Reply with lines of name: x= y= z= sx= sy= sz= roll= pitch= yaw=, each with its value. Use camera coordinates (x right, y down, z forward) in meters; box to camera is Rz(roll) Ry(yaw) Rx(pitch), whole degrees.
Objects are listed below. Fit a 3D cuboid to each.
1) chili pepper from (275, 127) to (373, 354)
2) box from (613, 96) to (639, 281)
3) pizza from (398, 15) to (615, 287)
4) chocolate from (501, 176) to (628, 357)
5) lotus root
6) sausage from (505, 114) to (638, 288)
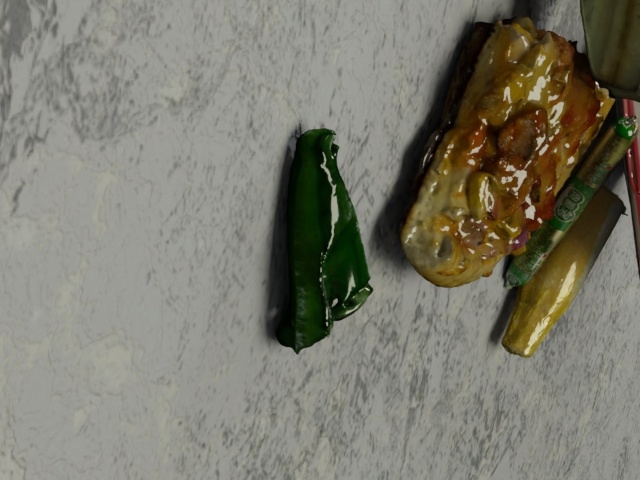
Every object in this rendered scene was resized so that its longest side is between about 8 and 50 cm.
chili pepper: x=0.003 y=0.001 z=1.651 sx=0.108 sy=0.062 sz=0.216 roll=-43 pitch=142 yaw=-53
box: x=0.501 y=-0.087 z=2.138 sx=0.312 sy=0.314 sz=0.300 roll=73 pitch=15 yaw=-49
pizza: x=0.197 y=-0.098 z=1.902 sx=0.409 sy=0.114 sz=0.277 roll=-40 pitch=145 yaw=-53
chocolate: x=0.267 y=0.033 z=2.151 sx=0.219 sy=0.086 sz=0.085 roll=-60 pitch=151 yaw=-12
lotus root: x=0.342 y=-0.278 z=1.891 sx=0.142 sy=0.210 sz=0.314 roll=-7 pitch=102 yaw=-60
sausage: x=0.272 y=-0.039 z=2.049 sx=0.033 sy=0.033 sz=0.269 roll=-31 pitch=158 yaw=-52
